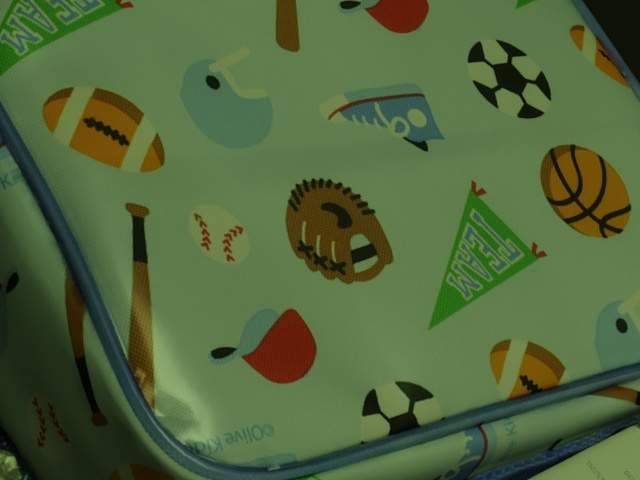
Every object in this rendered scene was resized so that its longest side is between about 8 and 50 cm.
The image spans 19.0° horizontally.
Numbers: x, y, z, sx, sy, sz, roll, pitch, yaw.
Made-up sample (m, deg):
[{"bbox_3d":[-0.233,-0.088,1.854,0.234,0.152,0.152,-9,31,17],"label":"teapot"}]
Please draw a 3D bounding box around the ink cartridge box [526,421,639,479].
[{"bbox_3d":[0.108,0.106,0.657,0.150,0.109,0.063,-19,67,-39],"label":"ink cartridge box"}]

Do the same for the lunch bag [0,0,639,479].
[{"bbox_3d":[0.000,0.000,0.679,0.303,0.115,0.243,-12,65,-37],"label":"lunch bag"}]
